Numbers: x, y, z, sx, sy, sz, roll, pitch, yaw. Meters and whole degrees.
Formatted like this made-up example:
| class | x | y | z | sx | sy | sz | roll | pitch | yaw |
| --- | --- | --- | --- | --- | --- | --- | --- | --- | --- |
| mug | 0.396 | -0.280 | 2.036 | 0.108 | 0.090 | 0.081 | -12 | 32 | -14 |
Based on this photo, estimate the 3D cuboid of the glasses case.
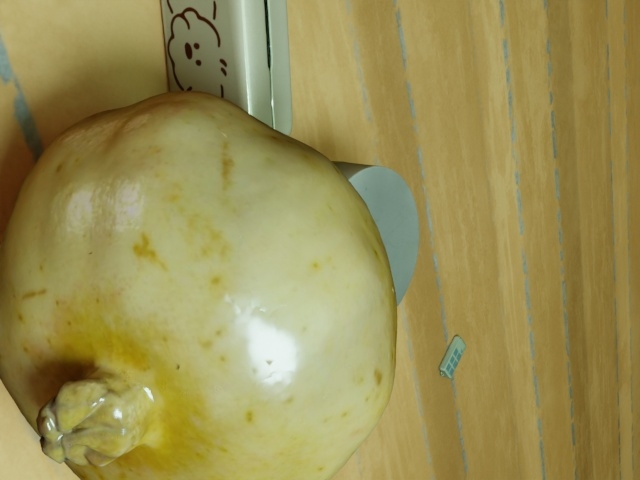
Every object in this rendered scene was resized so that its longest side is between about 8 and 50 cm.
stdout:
| class | x | y | z | sx | sy | sz | roll | pitch | yaw |
| --- | --- | --- | --- | --- | --- | --- | --- | --- | --- |
| glasses case | -0.112 | -0.278 | 0.824 | 0.076 | 0.144 | 0.337 | -20 | 112 | -47 |

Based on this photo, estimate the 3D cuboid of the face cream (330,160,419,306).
| class | x | y | z | sx | sy | sz | roll | pitch | yaw |
| --- | --- | --- | --- | --- | --- | --- | --- | --- | --- |
| face cream | 0.000 | 0.000 | 0.985 | 0.218 | 0.179 | 0.218 | -14 | 109 | -47 |

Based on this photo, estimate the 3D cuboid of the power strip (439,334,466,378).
| class | x | y | z | sx | sy | sz | roll | pitch | yaw |
| --- | --- | --- | --- | --- | --- | --- | --- | --- | --- |
| power strip | 0.270 | 0.238 | 1.481 | 0.090 | 0.016 | 0.040 | -58 | 135 | -23 |

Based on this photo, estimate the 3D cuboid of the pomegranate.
| class | x | y | z | sx | sy | sz | roll | pitch | yaw |
| --- | --- | --- | --- | --- | --- | --- | --- | --- | --- |
| pomegranate | -0.120 | 0.074 | 0.692 | 0.411 | 0.411 | 0.412 | -14 | 109 | -47 |
